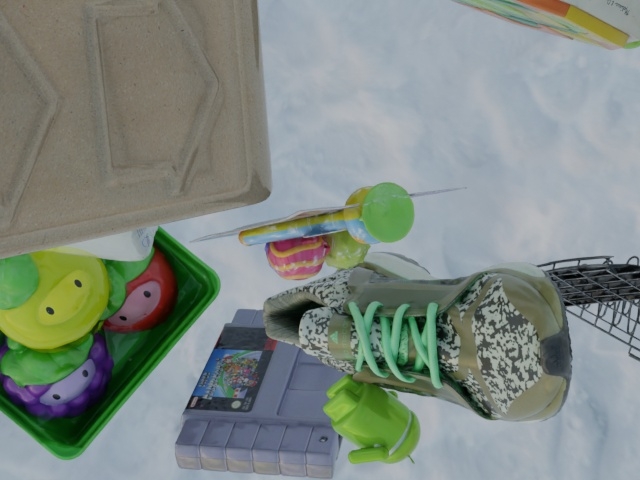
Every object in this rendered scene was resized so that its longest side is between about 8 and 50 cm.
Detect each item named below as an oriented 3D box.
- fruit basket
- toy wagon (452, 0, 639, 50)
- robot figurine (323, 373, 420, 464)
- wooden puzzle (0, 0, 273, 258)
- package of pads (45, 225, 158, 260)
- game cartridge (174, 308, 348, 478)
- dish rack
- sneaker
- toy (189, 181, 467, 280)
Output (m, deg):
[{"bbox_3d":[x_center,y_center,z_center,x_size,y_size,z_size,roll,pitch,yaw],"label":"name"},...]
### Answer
[{"bbox_3d":[-0.361,0.108,1.602,0.283,0.392,0.392,40,96,0],"label":"fruit basket"},{"bbox_3d":[0.170,-0.274,1.096,0.267,0.344,0.068,13,101,-42],"label":"toy wagon"},{"bbox_3d":[0.058,0.193,1.148,0.115,0.101,0.067,37,121,-15],"label":"robot figurine"},{"bbox_3d":[-0.171,-0.159,0.652,0.080,0.348,0.322,6,105,40],"label":"wooden puzzle"},{"bbox_3d":[-0.342,-0.072,1.215,0.297,0.229,0.101,7,65,6],"label":"package of pads"},{"bbox_3d":[-0.064,0.211,1.591,0.230,0.355,0.068,5,119,9],"label":"game cartridge"},{"bbox_3d":[0.355,0.065,1.116,0.271,0.208,0.074,26,70,-23],"label":"dish rack"},{"bbox_3d":[0.075,0.100,1.045,0.182,0.410,0.158,-7,94,-29],"label":"sneaker"},{"bbox_3d":[0.000,0.000,0.849,0.137,0.237,0.056,-10,86,-25],"label":"toy"}]
